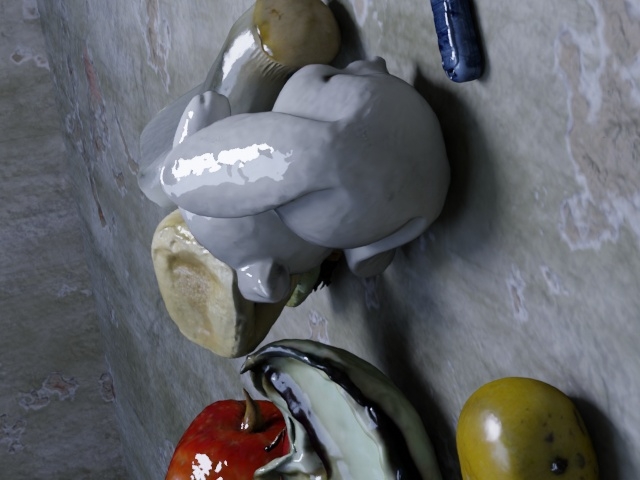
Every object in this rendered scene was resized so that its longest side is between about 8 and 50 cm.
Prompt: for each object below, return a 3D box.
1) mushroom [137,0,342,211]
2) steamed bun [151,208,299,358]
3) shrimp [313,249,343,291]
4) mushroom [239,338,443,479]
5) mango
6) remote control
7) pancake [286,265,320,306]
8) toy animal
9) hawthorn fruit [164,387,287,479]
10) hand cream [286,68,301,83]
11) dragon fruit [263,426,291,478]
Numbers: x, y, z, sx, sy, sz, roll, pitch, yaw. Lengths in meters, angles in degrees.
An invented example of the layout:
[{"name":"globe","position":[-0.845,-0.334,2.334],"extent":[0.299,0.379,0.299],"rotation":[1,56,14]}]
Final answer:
[{"name":"mushroom","position":[-0.103,-0.159,1.340],"extent":[0.329,0.122,0.159],"rotation":[-45,66,41]},{"name":"steamed bun","position":[-0.085,0.022,1.322],"extent":[0.141,0.155,0.172],"rotation":[31,140,29]},{"name":"shrimp","position":[0.000,0.000,1.439],"extent":[0.161,0.034,0.091],"rotation":[107,143,-52]},{"name":"mushroom","position":[0.029,0.264,1.319],"extent":[0.247,0.130,0.344],"rotation":[-20,89,45]},{"name":"mango","position":[0.169,0.195,1.006],"extent":[0.195,0.098,0.137],"rotation":[90,155,-54]},{"name":"remote control","position":[0.105,-0.207,1.006],"extent":[0.043,0.027,0.152],"rotation":[172,87,-75]},{"name":"pancake","position":[-0.059,-0.042,1.463],"extent":[0.253,0.037,0.253],"rotation":[44,141,52]},{"name":"toy animal","position":[0.009,-0.058,1.137],"extent":[0.265,0.272,0.206],"rotation":[-21,54,49]},{"name":"hawthorn fruit","position":[-0.088,0.346,1.633],"extent":[0.258,0.258,0.261],"rotation":[150,131,-71]},{"name":"hand cream","position":[-0.024,-0.148,1.407],"extent":[0.083,0.048,0.224],"rotation":[-140,34,-60]},{"name":"dragon fruit","position":[0.013,0.257,1.458],"extent":[0.133,0.136,0.166],"rotation":[-36,35,35]}]
